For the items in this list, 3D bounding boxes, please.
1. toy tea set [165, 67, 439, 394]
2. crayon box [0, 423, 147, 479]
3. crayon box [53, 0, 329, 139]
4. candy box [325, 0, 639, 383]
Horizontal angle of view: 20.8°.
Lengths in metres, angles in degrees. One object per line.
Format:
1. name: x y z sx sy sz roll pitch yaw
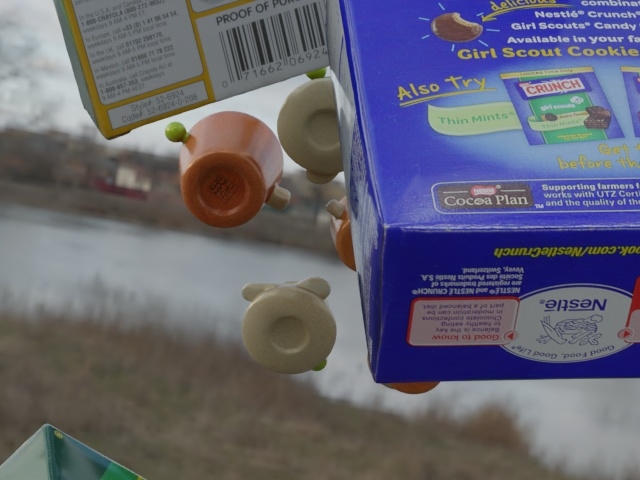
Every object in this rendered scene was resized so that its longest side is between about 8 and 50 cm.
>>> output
1. toy tea set: 0.000 0.000 1.589 0.200 0.336 0.124 -19 19 9
2. crayon box: -0.077 0.339 1.253 0.363 0.106 0.313 35 20 -33
3. crayon box: -0.104 -0.256 1.210 0.203 0.322 0.083 -19 28 -11
4. candy box: 0.144 -0.072 0.970 0.268 0.122 0.317 0 43 -5
